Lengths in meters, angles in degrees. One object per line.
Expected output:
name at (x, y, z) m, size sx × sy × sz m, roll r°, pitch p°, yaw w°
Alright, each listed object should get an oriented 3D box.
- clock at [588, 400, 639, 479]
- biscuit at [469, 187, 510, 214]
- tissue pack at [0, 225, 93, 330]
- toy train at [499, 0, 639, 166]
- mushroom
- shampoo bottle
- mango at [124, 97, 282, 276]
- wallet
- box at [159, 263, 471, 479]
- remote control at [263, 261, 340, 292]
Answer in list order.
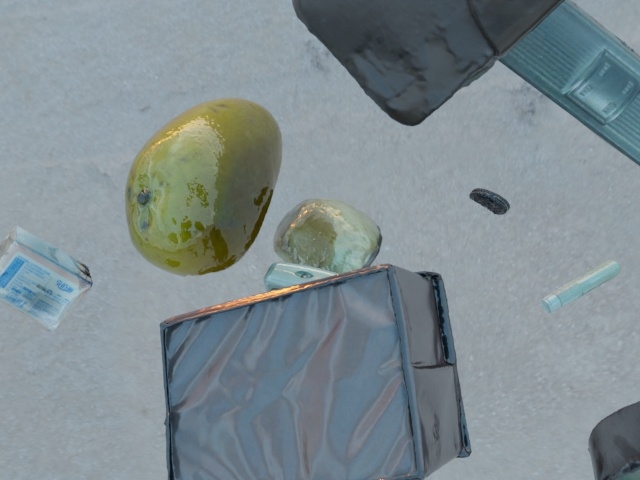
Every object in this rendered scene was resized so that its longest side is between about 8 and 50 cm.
clock at (0.437, 0.234, 0.736) m, size 0.319 × 0.319 × 0.066 m, roll 3°, pitch 56°, yaw 9°
biscuit at (0.374, -0.087, 1.633) m, size 0.089 × 0.087 × 0.027 m, roll 16°, pitch 73°, yaw 47°
tissue pack at (-0.298, 0.039, 0.768) m, size 0.074 × 0.094 × 0.059 m, roll -48°, pitch 30°, yaw 5°
toy train at (0.254, -0.179, 0.739) m, size 0.409 × 0.089 × 0.086 m, roll 33°, pitch 117°, yaw -12°
mushroom at (0.005, -0.004, 1.492) m, size 0.164 × 0.267 × 0.189 m, roll 37°, pitch 114°, yaw -14°
shampoo bottle at (0.582, 0.105, 1.658) m, size 0.191 × 0.069 × 0.041 m, roll -28°, pitch 81°, yaw -10°
mango at (-0.176, -0.100, 1.239) m, size 0.182 × 0.253 × 0.365 m, roll 7°, pitch 43°, yaw 36°
wallet at (0.106, -0.218, 0.524) m, size 0.165 × 0.309 × 0.042 m, roll 49°, pitch 47°, yaw -2°
box at (-0.010, 0.137, 0.684) m, size 0.252 × 0.153 × 0.188 m, roll -12°, pitch 77°, yaw 21°
remote control at (-0.006, 0.153, 1.213) m, size 0.140 × 0.296 × 0.056 m, roll 12°, pitch 50°, yaw 22°
